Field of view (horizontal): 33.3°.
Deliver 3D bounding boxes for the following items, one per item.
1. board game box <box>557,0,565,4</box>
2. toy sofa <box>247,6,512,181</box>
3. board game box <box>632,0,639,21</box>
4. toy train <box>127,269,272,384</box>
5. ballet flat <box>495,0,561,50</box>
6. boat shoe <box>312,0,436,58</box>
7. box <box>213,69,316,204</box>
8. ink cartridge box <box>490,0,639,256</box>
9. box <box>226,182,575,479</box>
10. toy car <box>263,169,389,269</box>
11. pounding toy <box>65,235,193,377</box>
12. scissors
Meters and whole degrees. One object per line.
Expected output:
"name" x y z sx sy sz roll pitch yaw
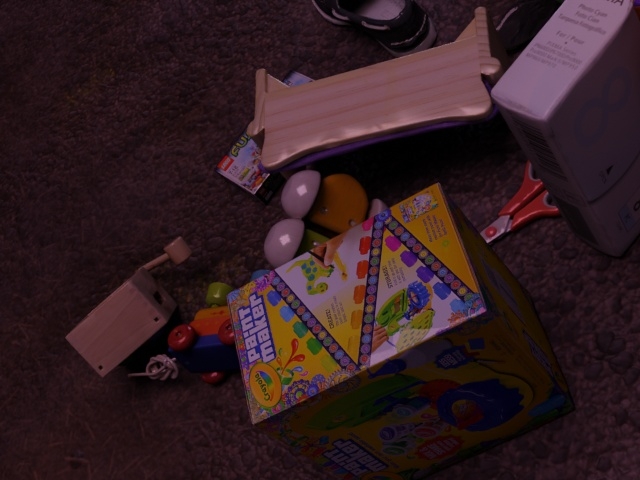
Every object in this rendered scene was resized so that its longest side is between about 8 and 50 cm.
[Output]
"board game box" 0.428 -0.484 1.438 0.046 0.213 0.317 36 82 20
"toy sofa" 0.092 -0.171 1.492 0.363 0.150 0.177 -13 59 19
"board game box" 0.588 -0.277 1.114 0.357 0.356 0.356 9 68 36
"toy train" -0.164 0.122 1.539 0.248 0.105 0.143 -10 46 30
"ballet flat" 0.313 -0.339 1.552 0.173 0.057 0.049 -46 8 -1
"boat shoe" 0.067 -0.391 1.705 0.114 0.091 0.302 -50 48 -4
"box" -0.066 -0.165 1.689 0.114 0.036 0.207 31 82 42
"ink cartridge box" 0.392 -0.208 1.235 0.385 0.308 0.091 -49 48 -4
"box" 0.095 0.128 1.230 0.279 0.290 0.177 -28 51 17
"toy car" 0.000 0.000 1.489 0.136 0.159 0.182 -29 39 62
"pounding toy" -0.258 0.093 1.611 0.206 0.094 0.181 -41 6 5
"scissors" 0.244 -0.016 1.402 0.297 0.021 0.109 -46 50 -2
